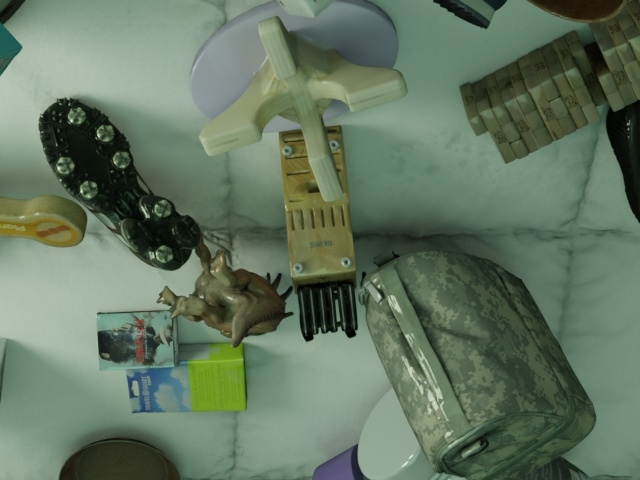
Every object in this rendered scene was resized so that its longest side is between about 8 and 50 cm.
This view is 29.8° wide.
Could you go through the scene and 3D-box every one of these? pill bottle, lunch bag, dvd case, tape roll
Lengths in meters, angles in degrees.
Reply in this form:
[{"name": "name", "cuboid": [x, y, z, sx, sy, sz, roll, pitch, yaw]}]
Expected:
[{"name": "pill bottle", "cuboid": [0.247, 0.374, 1.884, 0.361, 0.204, 0.204, 34, 117, -25]}, {"name": "lunch bag", "cuboid": [0.195, 0.166, 1.644, 0.213, 0.305, 0.256, -35, 148, 19]}, {"name": "dvd case", "cuboid": [-0.271, 0.148, 1.783, 0.119, 0.013, 0.087, -2, 95, -3]}, {"name": "tape roll", "cuboid": [0.073, 0.425, 1.919, 0.080, 0.189, 0.189, -32, 121, 18]}]

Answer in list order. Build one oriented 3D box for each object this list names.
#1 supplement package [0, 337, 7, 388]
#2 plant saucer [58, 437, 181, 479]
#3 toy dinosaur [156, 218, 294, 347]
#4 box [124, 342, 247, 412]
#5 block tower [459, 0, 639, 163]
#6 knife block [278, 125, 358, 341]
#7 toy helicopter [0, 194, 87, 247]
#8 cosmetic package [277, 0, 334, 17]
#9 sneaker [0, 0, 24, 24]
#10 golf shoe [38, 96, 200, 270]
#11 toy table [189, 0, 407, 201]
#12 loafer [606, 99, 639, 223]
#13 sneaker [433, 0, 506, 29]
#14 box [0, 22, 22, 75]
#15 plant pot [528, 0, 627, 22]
[{"name": "supplement package", "cuboid": [-0.541, 0.258, 1.728, 0.139, 0.244, 0.133, 9, 125, -11]}, {"name": "plant saucer", "cuboid": [-0.325, 0.386, 1.961, 0.199, 0.036, 0.198, -2, 125, -3]}, {"name": "toy dinosaur", "cuboid": [-0.105, 0.088, 1.654, 0.200, 0.296, 0.127, 33, 88, -25]}, {"name": "box", "cuboid": [-0.203, 0.212, 1.839, 0.178, 0.042, 0.109, -2, 125, -1]}, {"name": "block tower", "cuboid": [0.351, -0.217, 1.540, 0.335, 0.091, 0.097, -25, 123, 14]}, {"name": "knife block", "cuboid": [0.000, 0.000, 1.690, 0.088, 0.242, 0.275, -6, 81, -1]}, {"name": "toy helicopter", "cuboid": [-0.482, -0.025, 1.592, 0.355, 0.140, 0.235, 6, 145, 4]}, {"name": "cosmetic package", "cuboid": [0.057, -0.422, 1.252, 0.365, 0.155, 0.197, -43, 107, -1]}, {"name": "sneaker", "cuboid": [-0.422, -0.313, 1.445, 0.222, 0.083, 0.118, -35, 100, 29]}, {"name": "golf shoe", "cuboid": [-0.280, -0.064, 1.597, 0.105, 0.120, 0.273, -41, 97, -19]}, {"name": "toy table", "cuboid": [-0.030, -0.187, 1.496, 0.274, 0.161, 0.252, -26, 123, 13]}, {"name": "loafer", "cuboid": [0.448, -0.113, 1.636, 0.078, 0.080, 0.220, -24, 129, 1]}, {"name": "sneaker", "cuboid": [0.107, -0.390, 1.412, 0.319, 0.112, 0.131, 34, 94, -23]}, {"name": "box", "cuboid": [-0.468, -0.276, 1.397, 0.244, 0.060, 0.100, 47, 123, -1]}, {"name": "plant pot", "cuboid": [0.312, -0.399, 1.327, 0.230, 0.215, 0.215, -50, 121, -15]}]
